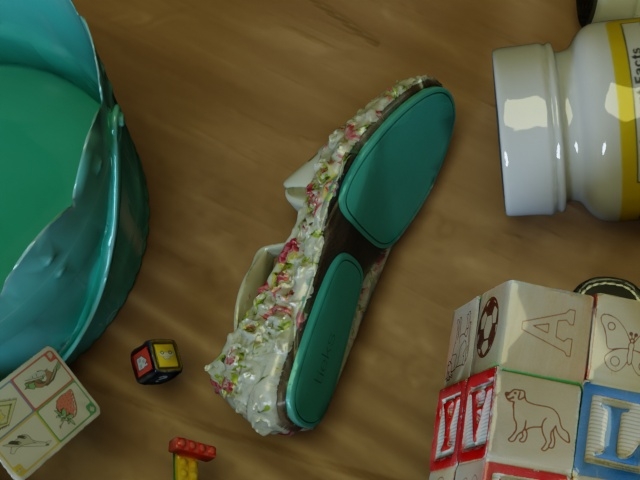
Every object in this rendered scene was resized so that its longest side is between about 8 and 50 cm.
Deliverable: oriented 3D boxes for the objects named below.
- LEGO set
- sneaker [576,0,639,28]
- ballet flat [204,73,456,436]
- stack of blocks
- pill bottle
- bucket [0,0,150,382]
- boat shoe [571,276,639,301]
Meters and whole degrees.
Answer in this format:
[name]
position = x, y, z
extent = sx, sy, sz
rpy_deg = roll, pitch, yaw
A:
[LEGO set]
position = -0.114, 0.145, 0.734
extent = 0.060, 0.244, 0.182
rpy_deg = -34, 95, 38
[sneaker]
position = 0.229, -0.262, 0.888
extent = 0.123, 0.106, 0.290
rpy_deg = 3, 78, 0
[ballet flat]
position = 0.000, 0.000, 0.833
extent = 0.077, 0.091, 0.241
rpy_deg = 13, 67, 36
[stack of blocks]
position = 0.206, 0.136, 0.689
extent = 0.297, 0.087, 0.171
rpy_deg = 13, 74, -10
[pill bottle]
position = 0.206, -0.072, 0.804
extent = 0.209, 0.119, 0.119
rpy_deg = -5, 70, 7
[bucket]
position = -0.238, -0.035, 0.825
extent = 0.281, 0.183, 0.281
rpy_deg = -3, 70, 8
[boat shoe]
position = 0.157, 0.121, 0.765
extent = 0.080, 0.073, 0.223
rpy_deg = 5, 71, 10
